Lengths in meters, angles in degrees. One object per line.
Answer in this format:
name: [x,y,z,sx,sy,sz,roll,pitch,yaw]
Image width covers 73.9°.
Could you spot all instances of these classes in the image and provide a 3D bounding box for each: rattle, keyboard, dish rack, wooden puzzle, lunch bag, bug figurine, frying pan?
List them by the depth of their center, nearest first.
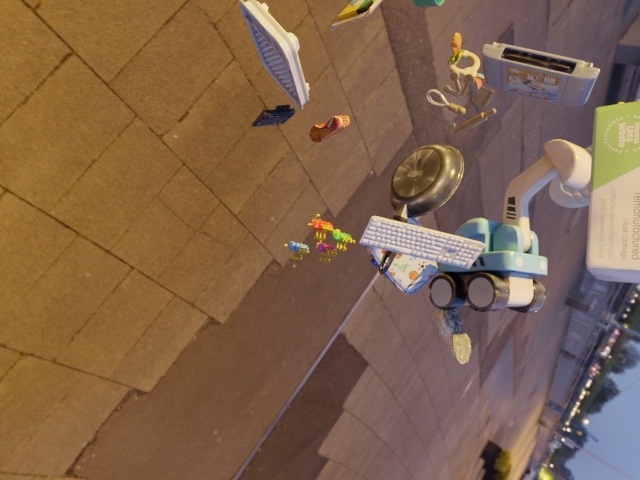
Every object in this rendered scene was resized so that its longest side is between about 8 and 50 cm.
keyboard: [0.211,0.007,0.877,0.256,0.014,0.072,13,121,-12]
frying pan: [0.195,-0.098,1.004,0.053,0.197,0.326,33,103,-36]
dish rack: [-0.136,-0.617,1.408,0.072,0.285,0.333,-36,161,-5]
keyboard: [-0.153,-0.434,1.484,0.108,0.023,0.180,-39,174,36]
bug figurine: [0.000,0.000,1.668,0.217,0.279,0.072,16,57,-26]
lunch bag: [0.327,0.052,1.696,0.243,0.115,0.303,-40,106,1]
rattle: [0.608,-0.723,1.717,0.130,0.199,0.142,-14,150,-14]
wooden puzzle: [0.167,-0.963,1.743,0.044,0.239,0.220,51,62,-32]

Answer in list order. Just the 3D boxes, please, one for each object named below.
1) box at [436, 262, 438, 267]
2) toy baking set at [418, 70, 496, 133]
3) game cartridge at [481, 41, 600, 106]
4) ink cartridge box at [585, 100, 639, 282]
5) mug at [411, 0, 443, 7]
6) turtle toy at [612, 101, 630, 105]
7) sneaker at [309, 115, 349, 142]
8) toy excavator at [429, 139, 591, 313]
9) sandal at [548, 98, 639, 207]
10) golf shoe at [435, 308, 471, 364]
box: [0.544,0.124,1.587,0.136,0.226,0.036,-66,166,-72]
toy baking set: [0.467,-0.463,1.454,0.196,0.256,0.030,51,54,-6]
game cartridge: [0.607,-0.463,1.202,0.062,0.297,0.198,-64,155,0]
ink cartridge box: [0.488,-0.050,0.435,0.119,0.354,0.206,18,77,-52]
mug: [0.339,-0.842,1.380,0.129,0.098,0.157,-60,143,-24]
turtle toy: [0.863,-0.340,1.242,0.066,0.095,0.130,0,128,-11]
sneaker: [0.029,-0.370,1.429,0.068,0.175,0.064,-17,97,-41]
toy excavator: [0.524,-0.019,1.200,0.223,0.433,0.444,7,80,-31]
sandal: [0.942,-0.263,1.374,0.102,0.169,0.416,-7,144,-46]
golf shoe: [0.411,0.299,1.329,0.069,0.176,0.086,0,160,-26]
